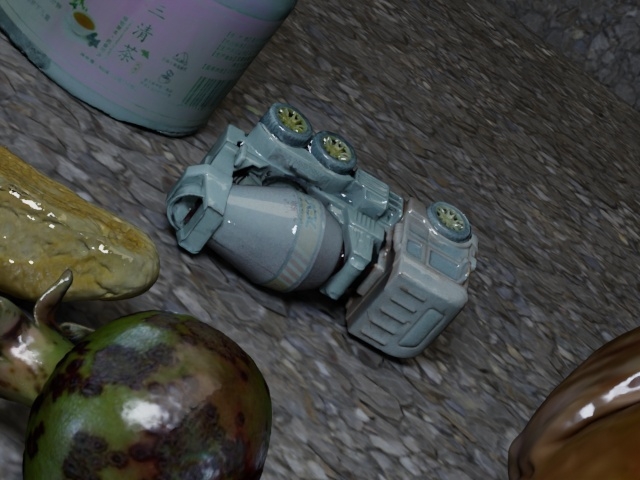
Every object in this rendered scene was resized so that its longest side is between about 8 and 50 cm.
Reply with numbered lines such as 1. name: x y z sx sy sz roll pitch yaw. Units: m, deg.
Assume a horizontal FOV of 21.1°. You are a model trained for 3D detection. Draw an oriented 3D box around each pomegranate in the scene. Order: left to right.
1. pomegranate: -0.103 0.096 0.926 0.148 0.148 0.169 9 36 -54

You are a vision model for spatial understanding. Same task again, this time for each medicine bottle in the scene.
1. medicine bottle: -0.119 -0.272 1.478 0.245 0.290 0.245 33 20 -14

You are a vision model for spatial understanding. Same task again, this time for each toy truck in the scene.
1. toy truck: 0.000 0.000 1.370 0.256 0.108 0.140 31 34 -15

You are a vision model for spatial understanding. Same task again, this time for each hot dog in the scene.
1. hot dog: -0.216 -0.023 1.084 0.242 0.073 0.084 32 16 -9

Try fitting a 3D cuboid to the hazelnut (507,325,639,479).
1. hazelnut: 0.307 0.196 1.181 0.372 0.315 0.372 6 19 -2
